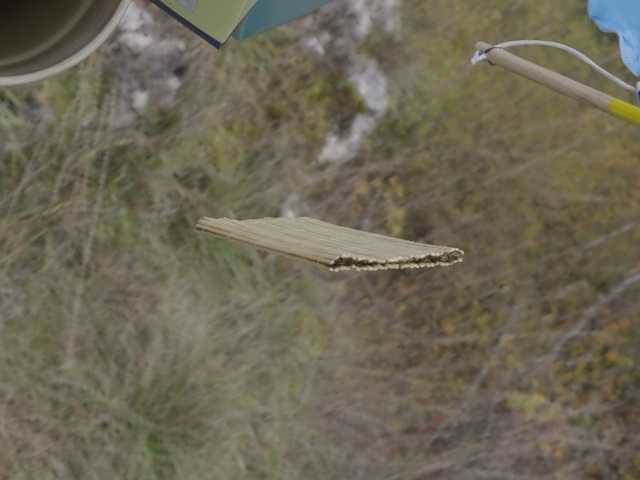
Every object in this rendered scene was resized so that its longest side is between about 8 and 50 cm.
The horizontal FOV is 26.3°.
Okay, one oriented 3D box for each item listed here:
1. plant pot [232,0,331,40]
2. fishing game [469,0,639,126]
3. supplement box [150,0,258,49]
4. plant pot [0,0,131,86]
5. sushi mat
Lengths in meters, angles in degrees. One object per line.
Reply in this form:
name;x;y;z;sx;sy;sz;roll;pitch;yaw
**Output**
plant pot;0.004;-0.245;0.852;0.234;0.165;0.166;-43;90;-9
fishing game;0.217;-0.105;0.623;0.264;0.189;0.041;-30;127;-26
supplement box;-0.038;-0.148;0.624;0.056;0.083;0.083;35;67;-3
plant pot;-0.383;-0.333;1.407;0.323;0.280;0.323;-12;109;-36
sushi mat;0.000;0.000;1.438;0.151;0.316;0.019;-2;98;-30
